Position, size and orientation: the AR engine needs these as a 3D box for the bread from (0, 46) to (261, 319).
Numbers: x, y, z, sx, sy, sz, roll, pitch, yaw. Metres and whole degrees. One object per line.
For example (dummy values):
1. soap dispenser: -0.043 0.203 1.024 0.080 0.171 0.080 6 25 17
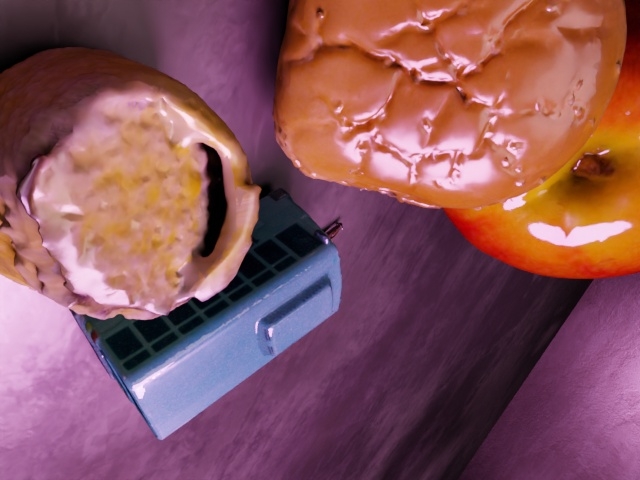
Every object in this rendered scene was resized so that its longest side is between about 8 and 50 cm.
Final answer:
1. bread: -0.155 -0.034 0.381 0.197 0.170 0.197 -19 121 -36

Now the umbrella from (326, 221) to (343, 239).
1. umbrella: 0.001 0.002 0.719 0.083 0.031 0.020 -37 110 -26

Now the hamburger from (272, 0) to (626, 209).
1. hamburger: 0.109 -0.153 0.489 0.158 0.319 0.318 -77 180 -60

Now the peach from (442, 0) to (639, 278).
1. peach: 0.346 -0.133 0.716 0.388 0.388 0.388 -30 139 -30

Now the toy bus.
1. toy bus: -0.099 0.067 0.554 0.256 0.147 0.128 -32 142 -26
